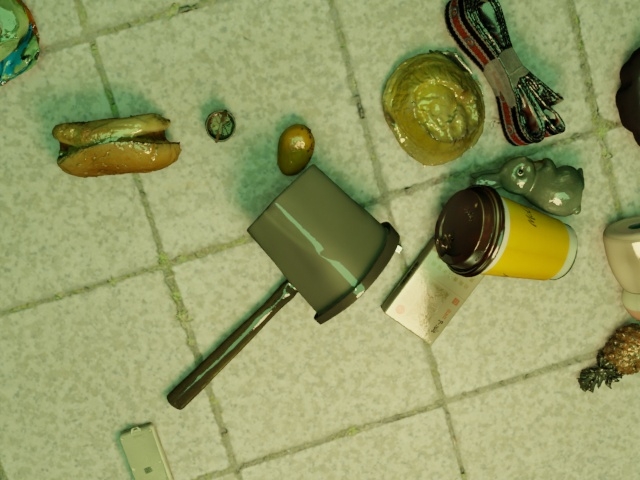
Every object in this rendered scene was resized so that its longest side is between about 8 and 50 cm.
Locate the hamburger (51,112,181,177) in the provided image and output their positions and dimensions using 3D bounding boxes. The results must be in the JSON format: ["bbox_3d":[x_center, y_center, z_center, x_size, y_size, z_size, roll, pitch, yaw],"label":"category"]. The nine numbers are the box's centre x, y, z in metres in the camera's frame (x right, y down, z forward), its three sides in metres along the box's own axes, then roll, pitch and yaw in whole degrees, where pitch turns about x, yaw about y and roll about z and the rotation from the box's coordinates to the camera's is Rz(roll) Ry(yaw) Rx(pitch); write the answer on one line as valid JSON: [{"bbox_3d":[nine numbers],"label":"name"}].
[{"bbox_3d":[-0.421,-0.189,1.644,0.262,0.131,0.124,-7,101,1],"label":"hamburger"}]

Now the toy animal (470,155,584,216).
[{"bbox_3d":[0.453,-0.126,1.734,0.236,0.138,0.108,13,132,-11],"label":"toy animal"}]

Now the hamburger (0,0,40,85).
[{"bbox_3d":[-0.701,-0.423,1.568,0.276,0.150,0.261,-10,99,-3],"label":"hamburger"}]

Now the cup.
[{"bbox_3d":[0.395,-0.003,1.704,0.279,0.196,0.196,13,99,-24],"label":"cup"}]

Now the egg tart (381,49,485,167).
[{"bbox_3d":[0.247,-0.279,1.706,0.232,0.098,0.252,-1,96,-8],"label":"egg tart"}]

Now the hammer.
[{"bbox_3d":[-0.173,0.207,1.780,0.440,0.044,0.168,-44,99,4],"label":"hammer"}]

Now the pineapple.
[{"bbox_3d":[0.670,0.276,1.840,0.197,0.108,0.108,-41,101,14],"label":"pineapple"}]

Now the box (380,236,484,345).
[{"bbox_3d":[0.248,0.113,1.790,0.141,0.058,0.201,34,95,-10],"label":"box"}]

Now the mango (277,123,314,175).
[{"bbox_3d":[-0.055,-0.191,1.711,0.079,0.057,0.114,18,101,-15],"label":"mango"}]

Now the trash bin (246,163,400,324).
[{"bbox_3d":[0.000,0.000,1.660,0.250,0.220,0.219,45,53,-3],"label":"trash bin"}]

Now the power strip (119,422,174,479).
[{"bbox_3d":[-0.387,0.502,1.817,0.081,0.035,0.192,-18,101,-2],"label":"power strip"}]

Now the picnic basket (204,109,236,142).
[{"bbox_3d":[-0.208,-0.238,1.675,0.072,0.083,0.072,-1,101,-5],"label":"picnic basket"}]

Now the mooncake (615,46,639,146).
[{"bbox_3d":[0.774,-0.310,1.719,0.283,0.141,0.283,0,93,2],"label":"mooncake"}]

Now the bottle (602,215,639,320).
[{"bbox_3d":[0.718,0.074,1.782,0.147,0.147,0.236,-17,106,-2],"label":"bottle"}]

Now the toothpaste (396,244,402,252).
[{"bbox_3d":[0.142,0.001,1.779,0.083,0.020,0.017,29,99,-9],"label":"toothpaste"}]

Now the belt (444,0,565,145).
[{"bbox_3d":[0.382,-0.359,1.688,0.126,0.094,0.359,-38,100,-15],"label":"belt"}]
